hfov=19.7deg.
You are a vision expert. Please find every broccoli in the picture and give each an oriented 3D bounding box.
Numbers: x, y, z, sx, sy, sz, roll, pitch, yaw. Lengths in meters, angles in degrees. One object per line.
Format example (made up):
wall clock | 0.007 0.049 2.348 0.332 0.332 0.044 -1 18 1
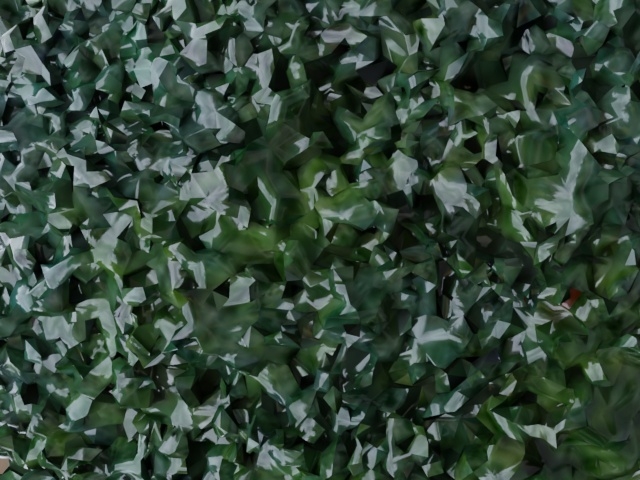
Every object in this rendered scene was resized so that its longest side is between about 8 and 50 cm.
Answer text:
broccoli | 0.000 0.000 0.418 0.194 0.220 0.194 9 -90 -76
